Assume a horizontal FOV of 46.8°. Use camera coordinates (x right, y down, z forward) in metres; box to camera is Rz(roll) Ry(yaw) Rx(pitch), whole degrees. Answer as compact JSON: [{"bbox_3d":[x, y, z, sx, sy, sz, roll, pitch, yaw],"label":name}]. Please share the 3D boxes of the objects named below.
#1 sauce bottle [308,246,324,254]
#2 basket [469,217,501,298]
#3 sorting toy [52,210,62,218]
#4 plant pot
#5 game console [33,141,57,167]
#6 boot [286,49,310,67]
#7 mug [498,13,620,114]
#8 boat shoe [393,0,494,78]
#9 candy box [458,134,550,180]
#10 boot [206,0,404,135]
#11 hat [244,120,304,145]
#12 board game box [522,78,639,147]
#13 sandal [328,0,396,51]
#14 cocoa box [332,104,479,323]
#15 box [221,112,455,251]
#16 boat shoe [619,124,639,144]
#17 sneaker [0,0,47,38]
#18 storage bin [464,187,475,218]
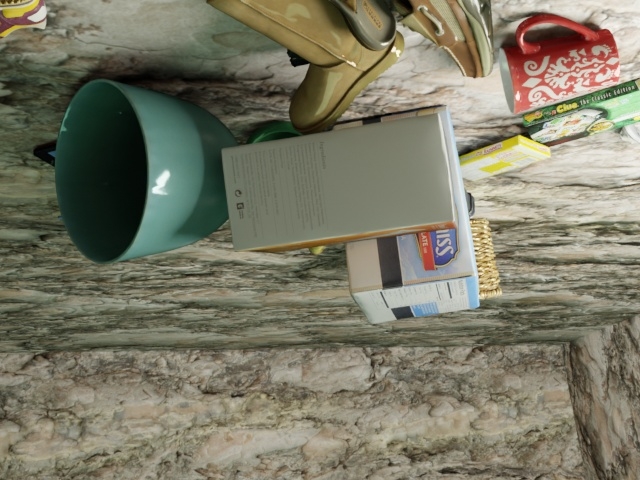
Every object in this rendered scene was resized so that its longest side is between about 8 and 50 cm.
[{"bbox_3d":[0.000,0.000,1.958,0.042,0.042,0.128,0,161,-14],"label":"sauce bottle"},{"bbox_3d":[0.314,0.085,2.003,0.299,0.223,0.213,-5,160,-1],"label":"basket"},{"bbox_3d":[-0.568,-0.057,1.713,0.083,0.012,0.062,-10,159,15],"label":"sorting toy"},{"bbox_3d":[-0.273,-0.115,1.257,0.235,0.293,0.293,-5,166,-46],"label":"plant pot"},{"bbox_3d":[-0.461,-0.132,1.426,0.144,0.085,0.124,-12,159,17],"label":"game console"},{"bbox_3d":[0.003,-0.290,1.159,0.099,0.045,0.121,-10,152,9],"label":"boot"},{"bbox_3d":[0.381,-0.282,1.180,0.169,0.113,0.150,-11,161,8],"label":"mug"},{"bbox_3d":[0.158,-0.335,0.991,0.119,0.123,0.324,-7,153,21],"label":"boat shoe"},{"bbox_3d":[0.367,-0.170,1.562,0.105,0.027,0.205,15,161,-36],"label":"candy box"},{"bbox_3d":[-0.047,-0.283,1.043,0.269,0.089,0.236,22,128,-39],"label":"boot"},{"bbox_3d":[-0.057,-0.173,1.501,0.172,0.184,0.209,-16,117,11],"label":"hat"},{"bbox_3d":[0.536,-0.245,1.431,0.259,0.030,0.136,-15,156,25],"label":"board game box"},{"bbox_3d":[0.039,-0.326,0.940,0.060,0.090,0.219,7,151,48],"label":"sandal"},{"bbox_3d":[0.169,-0.044,1.430,0.227,0.347,0.231,-9,159,11],"label":"cocoa box"},{"bbox_3d":[0.041,-0.082,1.215,0.345,0.168,0.215,-8,177,12],"label":"box"},{"bbox_3d":[0.633,-0.218,1.521,0.035,0.035,0.100,-22,161,33],"label":"boat shoe"},{"bbox_3d":[-0.461,-0.302,0.982,0.185,0.070,0.084,-2,155,-5],"label":"sneaker"},{"bbox_3d":[0.276,-0.099,1.701,0.135,0.098,0.091,-13,131,23],"label":"storage bin"}]
